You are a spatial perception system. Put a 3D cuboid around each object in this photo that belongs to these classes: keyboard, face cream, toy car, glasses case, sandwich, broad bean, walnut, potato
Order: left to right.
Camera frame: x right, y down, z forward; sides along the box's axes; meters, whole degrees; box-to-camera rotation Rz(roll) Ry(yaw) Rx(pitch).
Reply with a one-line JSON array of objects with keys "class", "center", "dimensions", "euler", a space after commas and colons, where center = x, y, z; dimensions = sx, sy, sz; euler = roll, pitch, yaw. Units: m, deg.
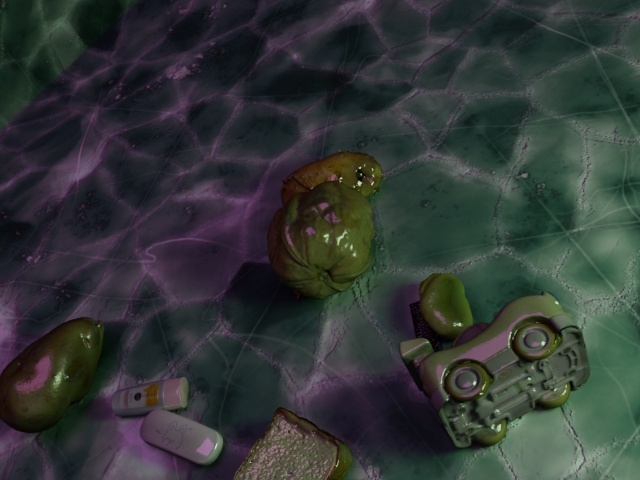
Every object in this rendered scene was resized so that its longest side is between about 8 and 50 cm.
[{"class": "potato", "center": [-0.700, 0.342, 2.034], "dimensions": [0.202, 0.218, 0.351], "euler": [30, 64, 10]}, {"class": "face cream", "center": [-0.435, 0.403, 1.972], "dimensions": [0.198, 0.057, 0.084], "euler": [-13, 57, 14]}, {"class": "glasses case", "center": [-0.338, 0.475, 1.867], "dimensions": [0.233, 0.059, 0.092], "euler": [13, 60, 31]}, {"class": "sandwich", "center": [-0.068, 0.517, 1.693], "dimensions": [0.226, 0.087, 0.251], "euler": [16, 63, 35]}, {"class": "walnut", "center": [0.001, -0.001, 1.979], "dimensions": [0.253, 0.282, 0.277], "euler": [11, 52, -19]}, {"class": "potato", "center": [0.028, -0.158, 2.179], "dimensions": [0.300, 0.140, 0.173], "euler": [-16, 41, 13]}, {"class": "keyboard", "center": [0.255, 0.220, 1.846], "dimensions": [0.060, 0.018, 0.195], "euler": [-18, 47, 13]}, {"class": "broad bean", "center": [0.295, 0.151, 1.831], "dimensions": [0.124, 0.082, 0.174], "euler": [3, 45, -5]}, {"class": "toy car", "center": [0.365, 0.254, 1.624], "dimensions": [0.336, 0.242, 0.226], "euler": [-32, 44, -1]}]

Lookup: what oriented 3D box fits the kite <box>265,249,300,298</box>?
[{"class": "kite", "center": [-0.057, 0.061, 2.124], "dimensions": [0.125, 0.008, 0.222], "euler": [-32, 47, -4]}]
